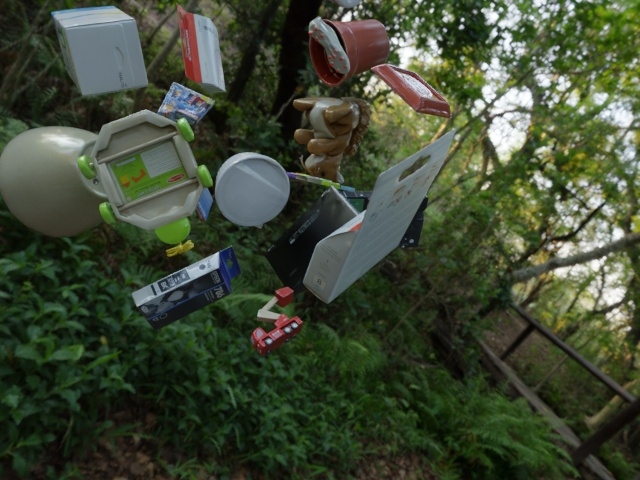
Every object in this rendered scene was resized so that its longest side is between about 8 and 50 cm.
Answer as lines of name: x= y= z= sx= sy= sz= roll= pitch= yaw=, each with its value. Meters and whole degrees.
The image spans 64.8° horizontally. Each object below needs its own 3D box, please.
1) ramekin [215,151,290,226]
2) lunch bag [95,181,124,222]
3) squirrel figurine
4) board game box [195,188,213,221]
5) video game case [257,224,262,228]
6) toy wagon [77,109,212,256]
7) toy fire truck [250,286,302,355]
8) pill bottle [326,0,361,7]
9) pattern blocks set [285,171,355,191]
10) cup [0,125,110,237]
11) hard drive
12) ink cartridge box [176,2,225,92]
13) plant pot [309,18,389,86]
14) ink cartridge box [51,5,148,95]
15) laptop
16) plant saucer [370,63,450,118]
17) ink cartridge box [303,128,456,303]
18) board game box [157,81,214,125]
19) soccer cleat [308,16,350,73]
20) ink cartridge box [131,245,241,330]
ramekin: x=-0.258 y=-0.198 z=1.846 sx=0.273 sy=0.272 sz=0.127 roll=33 pitch=11 yaw=-33
lunch bag: x=-0.725 y=-0.141 z=1.795 sx=0.224 sy=0.107 sz=0.279 roll=-2 pitch=-16 yaw=-15
squirrel figurine: x=0.075 y=-0.451 z=2.292 sx=0.397 sy=0.369 sz=0.281 roll=-23 pitch=35 yaw=-38
board game box: x=-0.556 y=-0.231 z=2.257 sx=0.281 sy=0.027 sz=0.145 roll=74 pitch=17 yaw=-46
video game case: x=-0.370 y=-0.198 z=2.594 sx=0.227 sy=0.206 sz=0.026 roll=23 pitch=6 yaw=11
toy wagon: x=-0.398 y=-0.127 z=1.209 sx=0.068 sy=0.268 sz=0.344 roll=-132 pitch=-160 yaw=-81
toy fire truck: x=-0.123 y=0.214 z=1.355 sx=0.192 sy=0.047 sz=0.135 roll=-27 pitch=53 yaw=-36
pill bottle: x=0.030 y=-0.770 z=1.485 sx=0.216 sy=0.121 sz=0.121 roll=43 pitch=9 yaw=39
pattern blocks set: x=-0.027 y=-0.250 z=2.091 sx=0.286 sy=0.026 sz=0.325 roll=19 pitch=8 yaw=42
cup: x=-0.688 y=-0.182 z=1.445 sx=0.237 sy=0.330 sz=0.331 roll=-6 pitch=-19 yaw=32
hard drive: x=0.244 y=-0.083 z=2.022 sx=0.340 sy=0.236 sz=0.064 roll=-2 pitch=31 yaw=-11
ink cartridge box: x=-0.320 y=-0.517 z=1.376 sx=0.066 sy=0.188 sz=0.232 roll=-6 pitch=6 yaw=-1
plant pot: x=0.136 y=-0.831 z=2.184 sx=0.272 sy=0.265 sz=0.272 roll=40 pitch=-37 yaw=40
ink cartridge box: x=-0.676 y=-0.586 z=1.545 sx=0.197 sy=0.198 sz=0.270 roll=-19 pitch=38 yaw=-25
laptop: x=0.000 y=0.000 z=1.979 sx=0.236 sy=0.382 sz=0.408 roll=37 pitch=11 yaw=-45
plant saucer: x=0.342 y=-0.548 z=1.826 sx=0.259 sy=0.047 sz=0.258 roll=-8 pitch=52 yaw=-49
ink cartridge box: x=0.126 y=-0.069 z=1.131 sx=0.091 sy=0.384 sz=0.308 roll=39 pitch=47 yaw=20
board game box: x=-0.565 y=-0.535 z=2.058 sx=0.194 sy=0.194 sz=0.060 roll=26 pitch=-35 yaw=4
soccer cleat: x=0.038 y=-0.625 z=1.615 sx=0.068 sy=0.076 sz=0.196 roll=-12 pitch=-47 yaw=42
ink cartridge box: x=-0.400 y=0.151 z=1.587 sx=0.065 sy=0.333 sz=0.165 roll=53 pitch=-17 yaw=34
